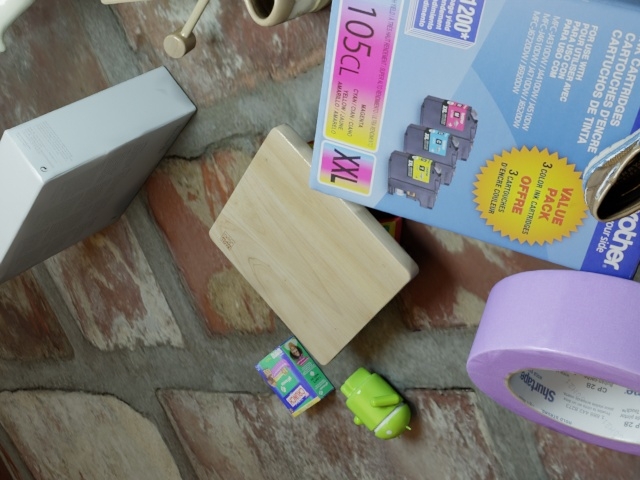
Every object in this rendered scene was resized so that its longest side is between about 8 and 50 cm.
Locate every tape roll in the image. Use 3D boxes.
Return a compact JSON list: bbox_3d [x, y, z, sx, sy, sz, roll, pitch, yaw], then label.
[{"bbox_3d":[0.295,0.134,0.934,0.275,0.090,0.275,20,158,9],"label":"tape roll"}]

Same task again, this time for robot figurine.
[{"bbox_3d":[0.084,0.242,1.325,0.115,0.067,0.101,45,148,11],"label":"robot figurine"}]

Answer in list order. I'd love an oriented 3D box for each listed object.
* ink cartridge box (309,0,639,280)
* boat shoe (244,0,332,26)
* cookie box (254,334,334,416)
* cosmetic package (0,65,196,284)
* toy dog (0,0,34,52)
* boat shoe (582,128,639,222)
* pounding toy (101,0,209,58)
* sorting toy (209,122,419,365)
[{"bbox_3d":[0.207,-0.133,0.852,0.395,0.151,0.270,16,128,11],"label":"ink cartridge box"},{"bbox_3d":[-0.061,-0.413,1.006,0.121,0.110,0.341,8,121,40],"label":"boat shoe"},{"bbox_3d":[-0.042,0.219,1.452,0.107,0.040,0.092,51,138,4],"label":"cookie box"},{"bbox_3d":[-0.387,-0.088,1.398,0.097,0.284,0.377,54,139,5],"label":"cosmetic package"},{"bbox_3d":[-0.479,-0.427,1.170,0.284,0.408,0.395,22,129,32],"label":"toy dog"},{"bbox_3d":[0.289,-0.073,0.720,0.066,0.066,0.183,34,128,-11],"label":"boat shoe"},{"bbox_3d":[-0.194,-0.352,1.190,0.181,0.094,0.206,1,118,22],"label":"pounding toy"},{"bbox_3d":[0.000,0.000,1.233,0.257,0.089,0.255,48,138,9],"label":"sorting toy"}]
